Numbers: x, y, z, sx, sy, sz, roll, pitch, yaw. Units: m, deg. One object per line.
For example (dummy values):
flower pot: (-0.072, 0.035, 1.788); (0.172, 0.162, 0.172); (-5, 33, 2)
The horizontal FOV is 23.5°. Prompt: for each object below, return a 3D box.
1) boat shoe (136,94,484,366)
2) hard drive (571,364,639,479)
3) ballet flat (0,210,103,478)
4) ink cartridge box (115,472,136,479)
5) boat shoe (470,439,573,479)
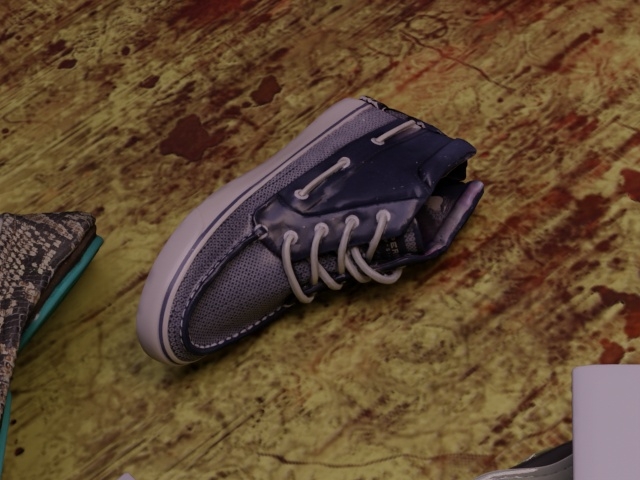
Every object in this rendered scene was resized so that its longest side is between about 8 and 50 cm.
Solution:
boat shoe: (0.000, 0.000, 1.353); (0.158, 0.127, 0.340); (21, 56, 38)
hard drive: (0.271, 0.226, 0.999); (0.210, 0.040, 0.318); (-1, 53, 9)
ballet flat: (-0.309, 0.091, 1.245); (0.164, 0.182, 0.482); (-45, 20, 33)
ink cartridge box: (-0.189, 0.275, 1.170); (0.181, 0.104, 0.061); (-37, 51, -18)
boat shoe: (0.176, 0.202, 1.178); (0.228, 0.068, 0.081); (-24, 76, -7)
